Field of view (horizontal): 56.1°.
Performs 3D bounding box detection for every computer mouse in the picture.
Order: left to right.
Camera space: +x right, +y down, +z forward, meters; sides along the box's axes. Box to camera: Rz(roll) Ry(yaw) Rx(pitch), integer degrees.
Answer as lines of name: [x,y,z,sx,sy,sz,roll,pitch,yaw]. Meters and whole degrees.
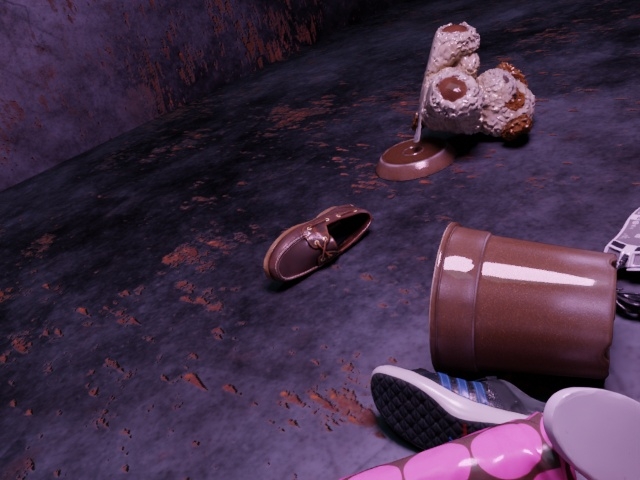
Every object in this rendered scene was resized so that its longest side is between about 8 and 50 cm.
computer mouse: [0.387,0.018,0.727,0.193,0.042,0.106,-38,28,-23]

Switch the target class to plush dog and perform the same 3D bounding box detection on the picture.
plush dog: [0.313,-0.273,1.190,0.225,0.211,0.263,11,51,-1]

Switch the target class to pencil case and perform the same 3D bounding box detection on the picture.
pencil case: [0.097,0.212,0.467,0.209,0.098,0.095,-23,-18,8]

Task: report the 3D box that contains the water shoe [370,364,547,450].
water shoe: [0.143,0.168,0.586,0.203,0.073,0.080,15,23,38]

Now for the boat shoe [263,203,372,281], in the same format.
boat shoe: [0.000,0.000,0.963,0.073,0.073,0.207,9,38,45]

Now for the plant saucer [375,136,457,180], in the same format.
plant saucer: [0.190,-0.171,1.215,0.168,0.029,0.168,-15,26,8]

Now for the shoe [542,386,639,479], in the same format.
shoe: [0.232,0.156,0.446,0.081,0.177,0.064,148,146,-82]

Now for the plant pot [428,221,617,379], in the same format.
plant pot: [0.214,0.069,0.625,0.165,0.167,0.167,5,34,24]
